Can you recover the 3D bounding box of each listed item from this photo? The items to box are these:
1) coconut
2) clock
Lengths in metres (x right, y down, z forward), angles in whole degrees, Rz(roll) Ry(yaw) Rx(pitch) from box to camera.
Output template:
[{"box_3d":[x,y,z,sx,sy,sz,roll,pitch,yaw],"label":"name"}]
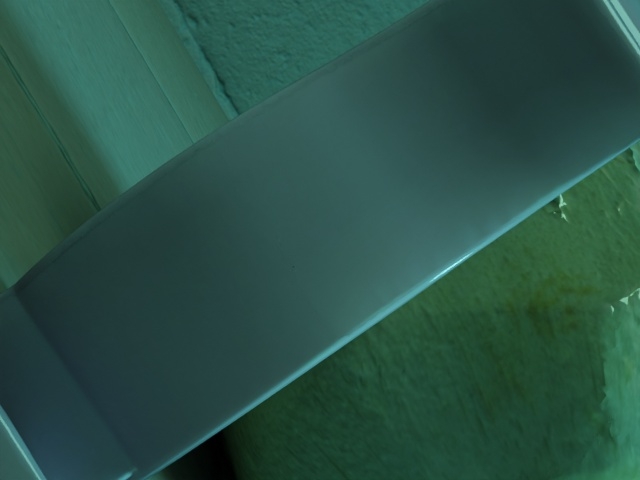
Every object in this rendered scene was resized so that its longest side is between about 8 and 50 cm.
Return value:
[{"box_3d":[0.090,0.049,0.891,0.346,0.346,0.360,56,14,-51],"label":"coconut"},{"box_3d":[0.000,0.000,0.576,0.080,0.275,0.290,56,-1,2],"label":"clock"}]
